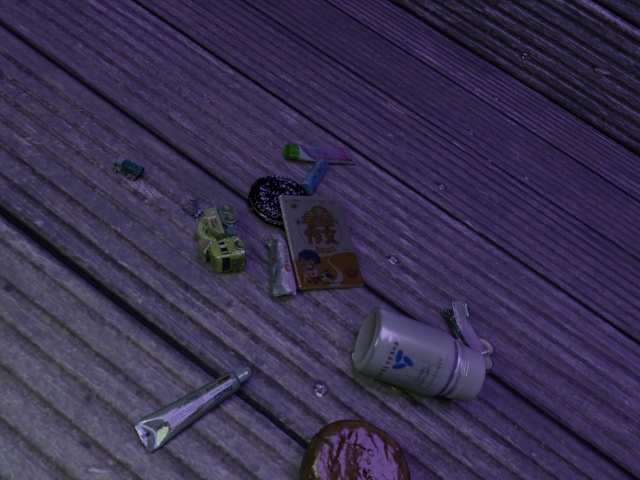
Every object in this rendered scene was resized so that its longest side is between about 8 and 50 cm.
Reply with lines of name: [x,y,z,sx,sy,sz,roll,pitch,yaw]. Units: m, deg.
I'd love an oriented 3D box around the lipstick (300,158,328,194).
lipstick: [-0.019,-0.212,1.498,0.048,0.048,0.158,29,46,0]

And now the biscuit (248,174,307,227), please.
biscuit: [-0.125,-0.120,1.369,0.194,0.053,0.195,12,48,-14]

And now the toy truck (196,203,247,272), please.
toy truck: [-0.268,-0.006,1.187,0.116,0.085,0.191,-13,55,-21]

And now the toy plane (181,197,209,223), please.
toy plane: [-0.347,-0.085,1.257,0.077,0.024,0.084,-9,55,-8]

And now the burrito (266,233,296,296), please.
burrito: [-0.109,0.066,1.218,0.064,0.064,0.203,3,53,-23]

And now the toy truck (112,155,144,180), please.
toy truck: [-0.534,-0.202,1.257,0.083,0.044,0.039,26,43,-3]

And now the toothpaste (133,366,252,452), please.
toothpaste: [-0.253,0.336,0.941,0.255,0.037,0.067,-26,72,-34]

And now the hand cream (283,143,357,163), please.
hand cream: [0.001,-0.307,1.595,0.275,0.050,0.079,-2,79,-33]

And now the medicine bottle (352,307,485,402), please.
medicine bottle: [0.240,0.287,1.116,0.292,0.170,0.170,20,47,-8]

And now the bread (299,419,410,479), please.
bread: [0.062,0.479,0.908,0.229,0.123,0.230,9,53,-12]

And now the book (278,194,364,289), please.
book: [0.000,0.000,1.308,0.207,0.020,0.296,0,62,-29]

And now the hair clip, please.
hair clip: [0.404,0.275,1.271,0.159,0.071,0.219,-2,47,-19]
